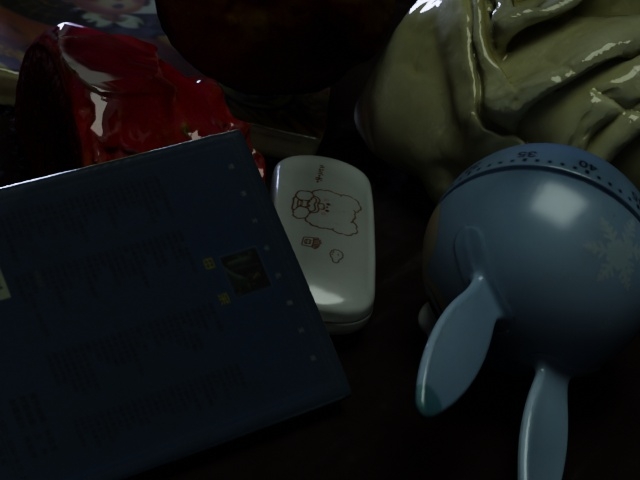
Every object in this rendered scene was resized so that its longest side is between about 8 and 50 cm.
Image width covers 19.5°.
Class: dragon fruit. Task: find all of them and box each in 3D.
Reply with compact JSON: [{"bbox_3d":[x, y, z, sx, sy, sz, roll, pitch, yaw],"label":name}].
[{"bbox_3d":[-0.127,-0.057,1.276,0.163,0.189,0.261,-24,44,-1],"label":"dragon fruit"}]

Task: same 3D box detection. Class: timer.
[{"bbox_3d":[0.120,0.051,1.214,0.175,0.175,0.255,26,64,19],"label":"timer"}]

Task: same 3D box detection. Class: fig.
[{"bbox_3d":[0.009,-0.198,1.448,0.290,0.190,0.190,3,30,-49],"label":"fig"}]

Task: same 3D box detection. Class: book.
[{"bbox_3d":[-0.132,-0.210,1.583,0.300,0.039,0.428,11,33,-4],"label":"book"},{"bbox_3d":[-0.121,0.046,1.123,0.269,0.025,0.191,-17,80,-38],"label":"book"}]

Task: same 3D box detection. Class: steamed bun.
[{"bbox_3d":[0.204,-0.121,1.420,0.289,0.203,0.276,35,38,28],"label":"steamed bun"}]

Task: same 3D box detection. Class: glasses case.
[{"bbox_3d":[0.000,0.000,1.304,0.074,0.049,0.193,10,34,-6],"label":"glasses case"}]
